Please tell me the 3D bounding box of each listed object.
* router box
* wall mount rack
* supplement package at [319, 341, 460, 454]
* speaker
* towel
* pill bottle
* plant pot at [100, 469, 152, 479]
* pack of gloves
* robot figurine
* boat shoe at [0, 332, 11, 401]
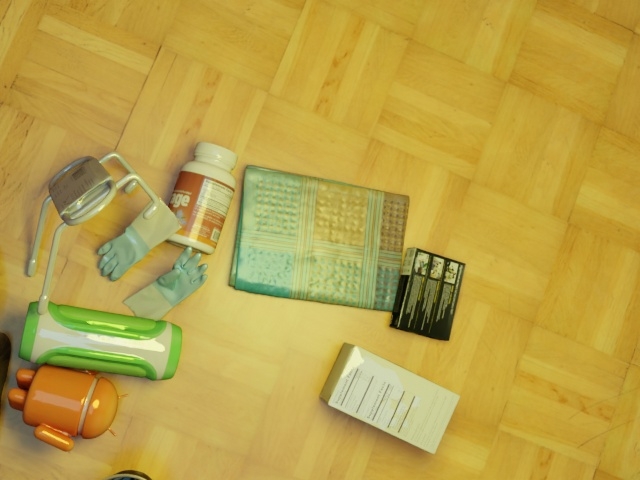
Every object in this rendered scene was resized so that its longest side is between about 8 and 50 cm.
[{"bbox_3d":[0.233,0.118,1.736,0.133,0.046,0.179,17,82,-21],"label":"router box"},{"bbox_3d":[-0.471,-0.032,1.543,0.304,0.350,0.130,-39,119,-8],"label":"wall mount rack"},{"bbox_3d":[0.140,0.325,1.666,0.244,0.139,0.134,27,82,-6],"label":"supplement package"},{"bbox_3d":[-0.430,0.199,1.574,0.296,0.131,0.131,12,82,-18],"label":"speaker"},{"bbox_3d":[0.000,0.000,1.729,0.370,0.040,0.271,9,84,-10],"label":"towel"},{"bbox_3d":[-0.247,-0.088,1.655,0.121,0.121,0.216,18,81,-7],"label":"pill bottle"},{"bbox_3d":[-0.378,0.522,1.551,0.167,0.165,0.167,1,85,-8],"label":"plant pot"},{"bbox_3d":[-0.347,0.055,1.599,0.232,0.046,0.195,-39,91,26],"label":"pack of gloves"},{"bbox_3d":[-0.497,0.319,1.572,0.219,0.158,0.128,16,109,-7],"label":"robot figurine"},{"bbox_3d":[-0.683,0.318,1.557,0.089,0.104,0.285,5,68,5],"label":"boat shoe"}]
